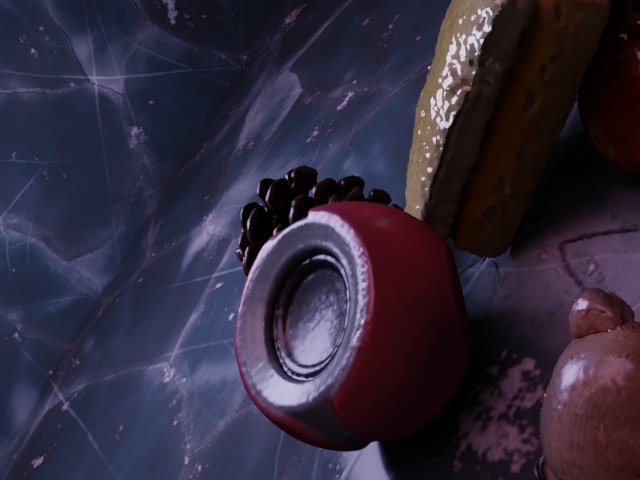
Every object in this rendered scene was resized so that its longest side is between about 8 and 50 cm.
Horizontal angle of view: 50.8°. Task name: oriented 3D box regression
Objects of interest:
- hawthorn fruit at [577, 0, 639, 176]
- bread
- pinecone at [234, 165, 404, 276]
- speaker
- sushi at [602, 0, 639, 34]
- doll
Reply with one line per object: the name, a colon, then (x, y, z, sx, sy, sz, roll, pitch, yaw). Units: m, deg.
hawthorn fruit: (0.364, -0.174, 0.737, 0.179, 0.200, 0.179, -30, 37, 26)
bread: (0.209, -0.184, 0.823, 0.375, 0.165, 0.237, 100, -179, -47)
pinecone: (0.000, 0.000, 1.055, 0.309, 0.244, 0.244, -1, 52, 37)
speaker: (0.031, 0.102, 0.808, 0.294, 0.294, 0.294, -36, 30, 25)
sushi: (0.418, -0.351, 0.853, 0.218, 0.238, 0.225, -29, 18, 43)
doll: (0.309, 0.166, 0.487, 0.303, 0.156, 0.201, 24, 115, 42)
